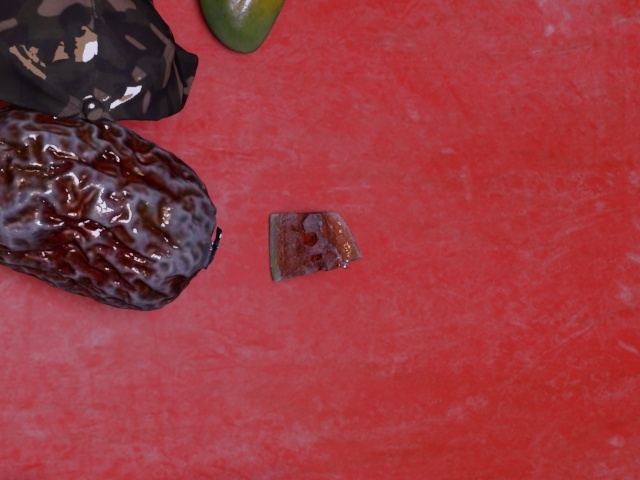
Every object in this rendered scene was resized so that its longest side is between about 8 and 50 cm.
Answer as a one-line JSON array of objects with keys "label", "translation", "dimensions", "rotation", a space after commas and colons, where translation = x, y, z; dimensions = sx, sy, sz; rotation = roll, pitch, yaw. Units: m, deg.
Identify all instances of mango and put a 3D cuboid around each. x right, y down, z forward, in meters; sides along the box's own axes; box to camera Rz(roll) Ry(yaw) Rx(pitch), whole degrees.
[{"label": "mango", "translation": [-0.101, -0.350, 1.497], "dimensions": [0.130, 0.092, 0.194], "rotation": [-2, 99, -20]}]

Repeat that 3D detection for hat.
[{"label": "hat", "translation": [-0.305, -0.341, 1.337], "dimensions": [0.366, 0.257, 0.381], "rotation": [-5, 102, -32]}]

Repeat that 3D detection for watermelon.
[{"label": "watermelon", "translation": [-0.021, 0.005, 1.503], "dimensions": [0.121, 0.158, 0.097], "rotation": [-15, 96, 10]}]

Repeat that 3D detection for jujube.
[{"label": "jujube", "translation": [-0.284, -0.041, 1.365], "dimensions": [0.317, 0.226, 0.226], "rotation": [22, 83, -14]}]
